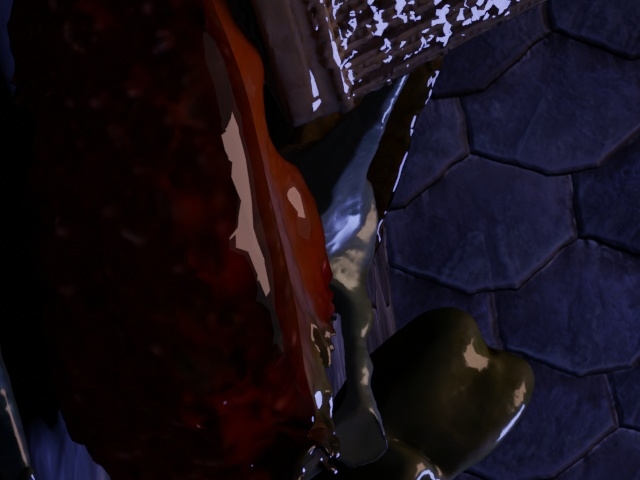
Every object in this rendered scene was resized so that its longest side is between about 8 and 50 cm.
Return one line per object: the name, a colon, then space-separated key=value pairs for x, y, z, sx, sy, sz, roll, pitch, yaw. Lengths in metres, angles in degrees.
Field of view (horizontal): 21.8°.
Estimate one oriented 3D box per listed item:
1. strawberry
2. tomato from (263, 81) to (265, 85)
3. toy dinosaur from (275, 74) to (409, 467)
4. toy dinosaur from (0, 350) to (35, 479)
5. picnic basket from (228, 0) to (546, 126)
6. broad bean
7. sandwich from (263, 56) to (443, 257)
strawberry: x=-0.060 y=-0.012 z=0.555 sx=0.174 sy=0.098 sz=0.228 roll=-94 pitch=169 yaw=-56
tomato: x=-0.051 y=-0.165 z=0.992 sx=0.139 sy=0.091 sz=0.159 roll=-84 pitch=-166 yaw=-47
toy dinosaur: x=0.000 y=0.000 z=0.913 sx=0.205 sy=0.092 sz=0.393 roll=-90 pitch=-171 yaw=-52
toy dinosaur: x=-0.107 y=-0.099 z=0.350 sx=0.147 sy=0.076 sz=0.363 roll=-66 pitch=149 yaw=-45
picnic basket: x=-0.026 y=-0.233 z=0.654 sx=0.313 sy=0.175 sz=0.228 roll=61 pitch=-5 yaw=30
broad bean: x=0.032 y=0.128 z=0.972 sx=0.072 sy=0.207 sz=0.153 roll=41 pitch=8 yaw=-13
sandwich: x=0.003 y=-0.127 z=1.104 sx=0.251 sy=0.087 sz=0.226 roll=-102 pitch=-152 yaw=-49
